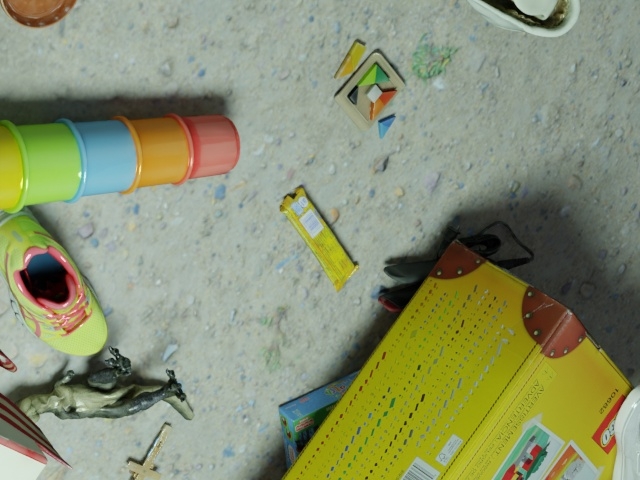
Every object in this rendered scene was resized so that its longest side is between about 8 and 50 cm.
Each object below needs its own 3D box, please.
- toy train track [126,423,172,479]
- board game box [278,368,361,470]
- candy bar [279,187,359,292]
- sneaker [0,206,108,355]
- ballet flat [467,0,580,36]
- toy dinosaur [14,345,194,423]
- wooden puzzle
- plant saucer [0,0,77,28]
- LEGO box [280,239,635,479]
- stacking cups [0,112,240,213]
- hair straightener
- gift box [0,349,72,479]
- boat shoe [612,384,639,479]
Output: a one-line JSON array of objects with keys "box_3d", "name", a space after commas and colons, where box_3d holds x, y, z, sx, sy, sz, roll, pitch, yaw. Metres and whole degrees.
[{"box_3d": [-0.196, 0.247, 1.862, 0.048, 0.014, 0.083, 30, 90, -36], "name": "toy train track"}, {"box_3d": [0.033, 0.267, 2.022, 0.160, 0.039, 0.211, -24, 128, -25], "name": "board game box"}, {"box_3d": [0.000, 0.000, 1.859, 0.040, 0.018, 0.161, -45, 132, -11], "name": "candy bar"}, {"box_3d": [-0.271, 0.057, 1.642, 0.081, 0.094, 0.208, -42, 134, -11], "name": "sneaker"}, {"box_3d": [0.144, -0.324, 1.702, 0.400, 0.139, 0.139, 27, 98, -42], "name": "ballet flat"}, {"box_3d": [-0.217, 0.166, 1.752, 0.268, 0.064, 0.118, 4, 152, -42], "name": "toy dinosaur"}, {"box_3d": [0.056, -0.165, 1.807, 0.078, 0.014, 0.116, -53, 133, 1], "name": "wooden puzzle"}, {"box_3d": [-0.266, -0.241, 1.529, 0.083, 0.013, 0.083, -18, 125, -28], "name": "plant saucer"}, {"box_3d": [0.156, 0.309, 1.968, 0.500, 0.193, 0.372, -54, 142, -6], "name": "LEGO box"}, {"box_3d": [-0.229, -0.078, 1.608, 0.316, 0.096, 0.096, -7, 119, -38], "name": "stacking cups"}, {"box_3d": [0.173, 0.024, 1.979, 0.230, 0.047, 0.089, -11, 121, -32], "name": "hair straightener"}, {"box_3d": [-0.374, 0.168, 1.273, 0.258, 0.276, 0.255, -55, 138, 1], "name": "gift box"}, {"box_3d": [0.398, 0.256, 1.987, 0.066, 0.063, 0.184, -27, 134, -35], "name": "boat shoe"}]
